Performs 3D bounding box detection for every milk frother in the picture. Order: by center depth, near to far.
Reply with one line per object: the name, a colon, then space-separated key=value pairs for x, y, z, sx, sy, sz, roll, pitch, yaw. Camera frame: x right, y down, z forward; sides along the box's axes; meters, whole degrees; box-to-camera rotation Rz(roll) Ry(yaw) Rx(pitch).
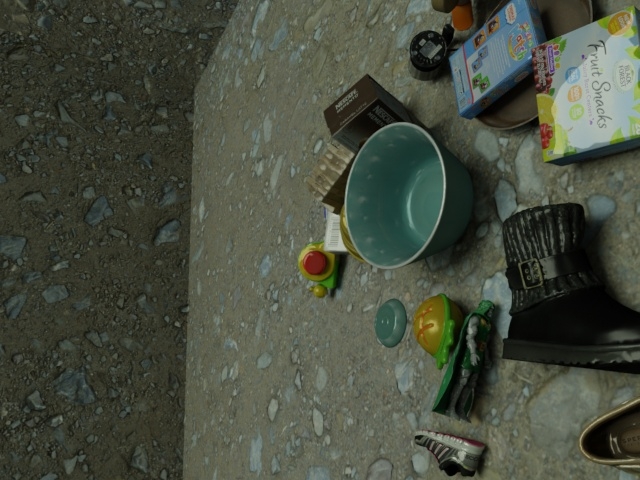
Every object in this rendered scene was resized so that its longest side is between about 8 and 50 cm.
milk frother: x=0.283 y=-0.418 z=1.358 sx=0.143 sy=0.129 sz=0.135 roll=61 pitch=-172 yaw=2

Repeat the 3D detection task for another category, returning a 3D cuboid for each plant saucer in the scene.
plant saucer: x=0.411 y=-0.364 z=1.138 sx=0.310 sy=0.050 sz=0.310 roll=-35 pitch=49 yaw=53
plant saucer: x=0.164 y=0.199 z=1.398 sx=0.119 sy=0.021 sz=0.119 roll=-32 pitch=52 yaw=53

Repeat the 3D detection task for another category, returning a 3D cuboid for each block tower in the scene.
block tower: x=0.086 y=-0.233 z=1.489 sx=0.091 sy=0.097 sz=0.335 roll=43 pitch=106 yaw=36

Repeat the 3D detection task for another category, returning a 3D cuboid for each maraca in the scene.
maraca: x=0.240 y=0.179 z=1.156 sx=0.185 sy=0.099 sz=0.127 roll=-86 pitch=4 yaw=-72

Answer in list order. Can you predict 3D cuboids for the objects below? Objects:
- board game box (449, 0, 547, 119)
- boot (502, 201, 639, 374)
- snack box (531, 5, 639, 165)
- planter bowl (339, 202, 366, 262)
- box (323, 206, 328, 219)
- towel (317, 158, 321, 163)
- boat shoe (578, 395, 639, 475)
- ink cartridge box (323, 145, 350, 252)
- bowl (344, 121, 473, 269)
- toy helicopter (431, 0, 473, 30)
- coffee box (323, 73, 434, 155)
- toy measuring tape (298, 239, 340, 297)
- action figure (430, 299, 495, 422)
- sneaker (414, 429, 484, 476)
board game box: x=0.352 y=-0.367 z=1.157 sx=0.211 sy=0.039 sz=0.160 roll=-38 pitch=48 yaw=51
boot: x=0.408 y=0.063 z=0.882 sx=0.348 sy=0.131 sz=0.260 roll=-12 pitch=69 yaw=61
snack box: x=0.448 y=-0.243 z=0.940 sx=0.174 sy=0.070 sz=0.207 roll=-11 pitch=80 yaw=49
planter bowl: x=0.116 y=-0.056 z=1.424 sx=0.217 sy=0.090 sz=0.217 roll=-9 pitch=74 yaw=34
box: x=0.052 y=-0.114 z=1.728 sx=0.136 sy=0.028 sz=0.081 roll=-38 pitch=47 yaw=54
towel: x=0.028 y=-0.236 z=1.818 sx=0.119 sy=0.029 sz=0.067 roll=-10 pitch=70 yaw=60
boat shoe: x=0.480 y=0.222 z=0.705 sx=0.341 sy=0.110 sz=0.121 roll=-48 pitch=40 yaw=43
ink cartridge box: x=0.144 y=-0.109 z=1.514 sx=0.261 sy=0.066 sz=0.296 roll=1 pitch=79 yaw=36
bowl: x=0.209 y=-0.088 z=1.252 sx=0.311 sy=0.163 sz=0.311 roll=-11 pitch=76 yaw=55
toy helicopter: x=0.328 y=-0.632 z=1.262 sx=0.140 sy=0.235 sz=0.355 roll=20 pitch=64 yaw=24
coffee box: x=0.145 y=-0.252 z=1.341 sx=0.141 sy=0.246 sz=0.098 roll=-37 pitch=45 yaw=25
toy measuring tape: x=0.000 y=0.000 z=1.658 sx=0.121 sy=0.121 sz=0.330 roll=8 pitch=93 yaw=62
action figure: x=0.284 y=0.222 z=1.089 sx=0.063 sy=0.137 sz=0.232 roll=10 pitch=79 yaw=39
sneaker: x=0.242 y=0.415 z=1.120 sx=0.170 sy=0.063 sz=0.074 roll=-9 pitch=65 yaw=55
